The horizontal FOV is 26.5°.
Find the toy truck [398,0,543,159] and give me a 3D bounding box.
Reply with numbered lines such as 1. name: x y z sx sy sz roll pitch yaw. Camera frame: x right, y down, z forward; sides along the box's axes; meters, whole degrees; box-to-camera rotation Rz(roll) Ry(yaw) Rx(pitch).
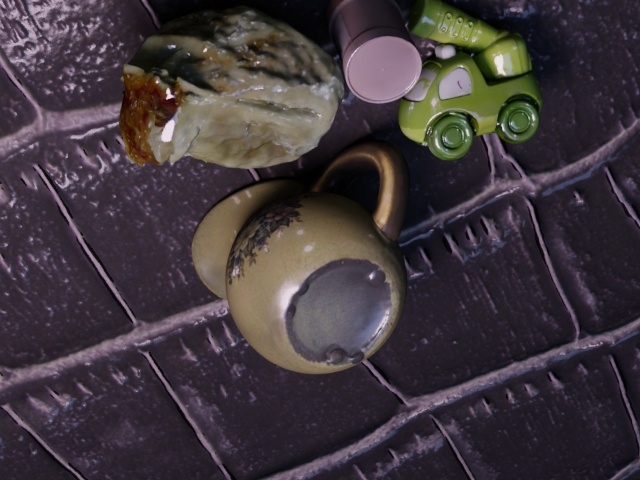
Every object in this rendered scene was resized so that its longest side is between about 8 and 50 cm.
1. toy truck: 0.202 -0.215 1.800 0.187 0.148 0.210 3 102 -11

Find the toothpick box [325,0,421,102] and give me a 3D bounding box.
1. toothpick box: 0.066 -0.254 1.725 0.098 0.149 0.098 -6 128 -7

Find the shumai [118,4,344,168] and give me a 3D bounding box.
1. shumai: -0.113 -0.155 1.679 0.260 0.222 0.225 15 138 5

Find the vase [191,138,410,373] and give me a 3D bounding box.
1. vase: 0.000 0.000 1.855 0.241 0.302 0.329 37 95 -32
